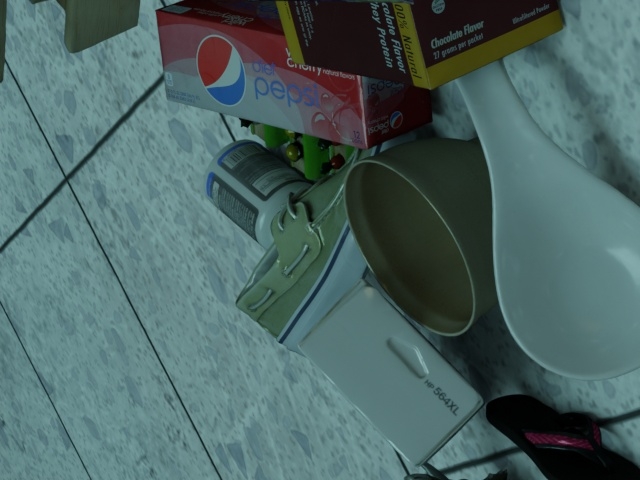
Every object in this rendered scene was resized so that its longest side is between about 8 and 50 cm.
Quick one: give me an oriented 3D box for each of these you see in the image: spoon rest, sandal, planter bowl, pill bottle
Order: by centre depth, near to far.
[{"bbox_3d":[0.171,-0.025,1.459,0.276,0.137,0.084,63,-168,9],"label":"spoon rest"},{"bbox_3d":[0.111,-0.018,1.573,0.162,0.109,0.162,44,152,31],"label":"planter bowl"},{"bbox_3d":[0.202,0.165,1.632,0.179,0.067,0.040,35,131,49],"label":"sandal"},{"bbox_3d":[-0.047,-0.036,1.888,0.137,0.078,0.078,40,145,40],"label":"pill bottle"}]

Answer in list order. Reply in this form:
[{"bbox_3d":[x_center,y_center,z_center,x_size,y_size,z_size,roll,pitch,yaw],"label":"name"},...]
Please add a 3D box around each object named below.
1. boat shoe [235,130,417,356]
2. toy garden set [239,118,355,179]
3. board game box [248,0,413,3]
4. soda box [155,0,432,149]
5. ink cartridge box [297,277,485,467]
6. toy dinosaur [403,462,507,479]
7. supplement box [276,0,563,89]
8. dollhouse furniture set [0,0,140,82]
[{"bbox_3d":[0.000,0.000,1.740,0.094,0.109,0.302,25,136,-3],"label":"boat shoe"},{"bbox_3d":[-0.047,-0.158,1.810,0.244,0.049,0.203,40,145,40],"label":"toy garden set"},{"bbox_3d":[0.023,-0.334,1.312,0.208,0.056,0.346,10,89,52],"label":"board game box"},{"bbox_3d":[-0.027,-0.152,1.680,0.263,0.083,0.092,16,121,44],"label":"soda box"},{"bbox_3d":[0.065,0.118,1.689,0.148,0.086,0.203,45,180,8],"label":"ink cartridge box"},{"bbox_3d":[0.199,0.323,1.757,0.313,0.121,0.160,62,166,-6],"label":"toy dinosaur"},{"bbox_3d":[0.056,-0.233,1.459,0.194,0.129,0.191,18,129,56],"label":"supplement box"},{"bbox_3d":[-0.248,-0.373,1.592,0.362,0.394,0.256,51,151,25],"label":"dollhouse furniture set"}]
